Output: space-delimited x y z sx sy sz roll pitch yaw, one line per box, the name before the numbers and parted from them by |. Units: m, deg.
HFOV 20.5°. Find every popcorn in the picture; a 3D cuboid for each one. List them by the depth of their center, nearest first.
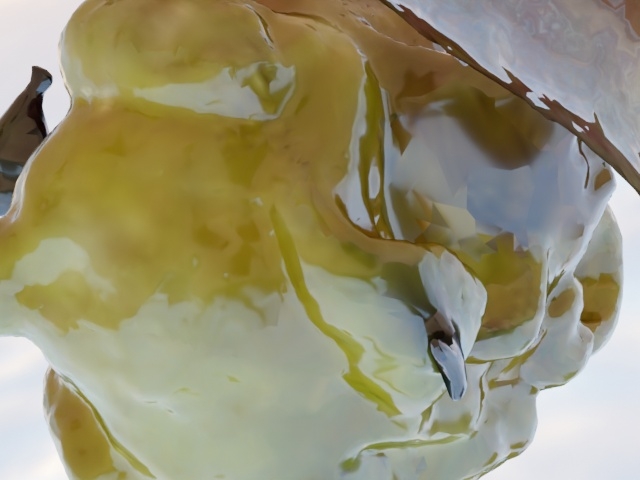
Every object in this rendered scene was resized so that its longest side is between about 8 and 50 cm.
popcorn | 0.000 0.000 0.812 0.316 0.297 0.281 -36 -146 -7

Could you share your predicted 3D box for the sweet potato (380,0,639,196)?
sweet potato | 0.037 -0.126 0.407 0.131 0.131 0.336 -29 -120 -18
